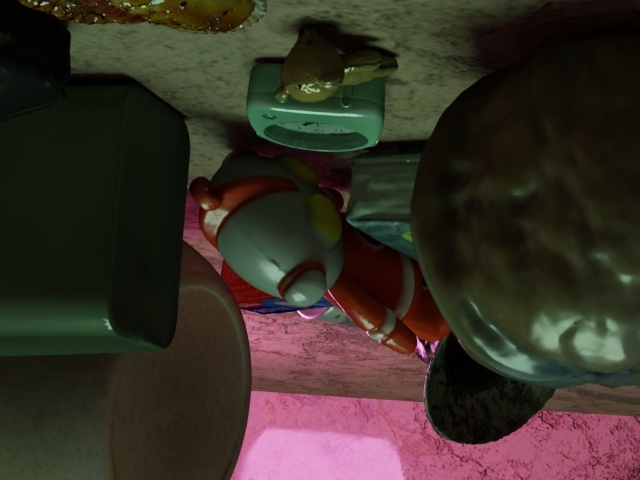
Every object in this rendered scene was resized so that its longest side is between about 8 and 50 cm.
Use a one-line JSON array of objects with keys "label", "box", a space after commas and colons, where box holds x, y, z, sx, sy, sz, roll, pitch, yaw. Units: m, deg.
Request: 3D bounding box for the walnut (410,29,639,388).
[{"label": "walnut", "box": [0.179, -0.017, 0.997, 0.248, 0.248, 0.248, 5, 169, 1]}]

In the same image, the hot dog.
[{"label": "hot dog", "box": [-0.121, -0.155, 0.881, 0.192, 0.053, 0.099, 12, 163, -41]}]

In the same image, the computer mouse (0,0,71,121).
[{"label": "computer mouse", "box": [-0.329, -0.119, 1.011, 0.323, 0.116, 0.183, 7, 173, -13]}]

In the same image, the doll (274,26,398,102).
[{"label": "doll", "box": [0.011, -0.112, 1.038, 0.061, 0.051, 0.093, -13, 160, 40]}]

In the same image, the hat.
[{"label": "hat", "box": [0.182, 0.107, 1.786, 0.128, 0.265, 0.265, 36, -170, 37]}]

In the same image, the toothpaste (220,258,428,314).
[{"label": "toothpaste", "box": [-0.002, 0.041, 1.770, 0.076, 0.066, 0.320, 14, 167, -35]}]

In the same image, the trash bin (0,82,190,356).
[{"label": "trash bin", "box": [-0.295, -0.014, 1.246, 0.344, 0.222, 0.158, -1, 167, 21]}]

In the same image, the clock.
[{"label": "clock", "box": [-0.003, -0.096, 1.147, 0.101, 0.041, 0.135, 5, 170, 1]}]

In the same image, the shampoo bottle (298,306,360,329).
[{"label": "shampoo bottle", "box": [0.084, 0.096, 2.014, 0.227, 0.055, 0.086, 13, 167, -32]}]

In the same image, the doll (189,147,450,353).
[{"label": "doll", "box": [0.000, 0.000, 1.357, 0.105, 0.199, 0.336, -42, 142, 21]}]

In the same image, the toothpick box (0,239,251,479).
[{"label": "toothpick box", "box": [-0.326, 0.148, 1.596, 0.425, 0.408, 0.409, 5, 170, 27]}]

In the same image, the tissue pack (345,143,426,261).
[{"label": "tissue pack", "box": [0.164, -0.019, 1.350, 0.185, 0.081, 0.257, -1, 166, 31]}]
